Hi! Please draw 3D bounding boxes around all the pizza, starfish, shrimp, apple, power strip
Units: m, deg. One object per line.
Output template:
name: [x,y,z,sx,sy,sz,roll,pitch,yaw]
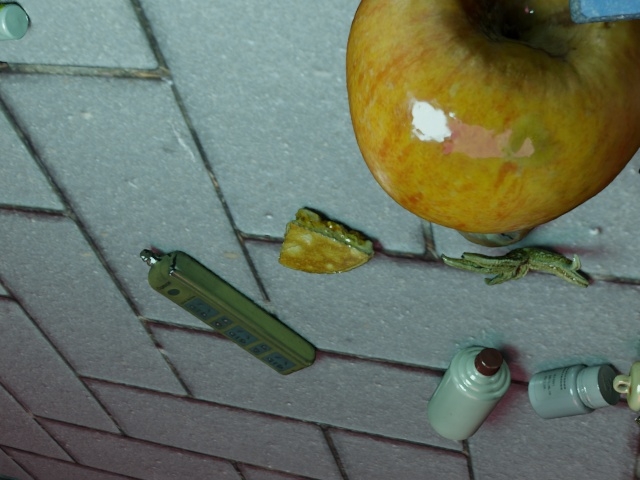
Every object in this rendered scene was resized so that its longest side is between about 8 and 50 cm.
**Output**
pizza: [0.000,0.000,1.303,0.175,0.046,0.134,1,141,27]
starfish: [0.278,0.036,1.182,0.223,0.050,0.217,15,158,-16]
shrimp: [0.236,-0.056,1.104,0.126,0.047,0.223,34,148,-4]
apple: [0.162,-0.144,0.805,0.299,0.299,0.275,23,153,-1]
power strip: [-0.173,0.132,1.562,0.387,0.066,0.092,38,140,-22]

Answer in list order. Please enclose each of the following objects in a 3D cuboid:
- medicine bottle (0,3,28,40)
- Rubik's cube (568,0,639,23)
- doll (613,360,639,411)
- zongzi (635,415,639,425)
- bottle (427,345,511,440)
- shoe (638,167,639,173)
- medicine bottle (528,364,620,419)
medicine bottle: [-0.441,-0.293,1.145,0.083,0.047,0.047,4,142,24]
Rubik's cube: [0.281,-0.302,0.603,0.205,0.207,0.205,1,139,26]
doll: [0.589,0.251,1.239,0.271,0.144,0.208,40,132,-17]
zongzi: [0.629,0.328,1.385,0.160,0.078,0.176,-19,125,37]
bottle: [0.258,0.254,1.458,0.104,0.104,0.245,19,146,5]
shoe: [0.406,-0.100,0.912,0.125,0.099,0.227,10,130,60]
medicine bottle: [0.412,0.244,1.380,0.080,0.080,0.130,41,141,-25]
